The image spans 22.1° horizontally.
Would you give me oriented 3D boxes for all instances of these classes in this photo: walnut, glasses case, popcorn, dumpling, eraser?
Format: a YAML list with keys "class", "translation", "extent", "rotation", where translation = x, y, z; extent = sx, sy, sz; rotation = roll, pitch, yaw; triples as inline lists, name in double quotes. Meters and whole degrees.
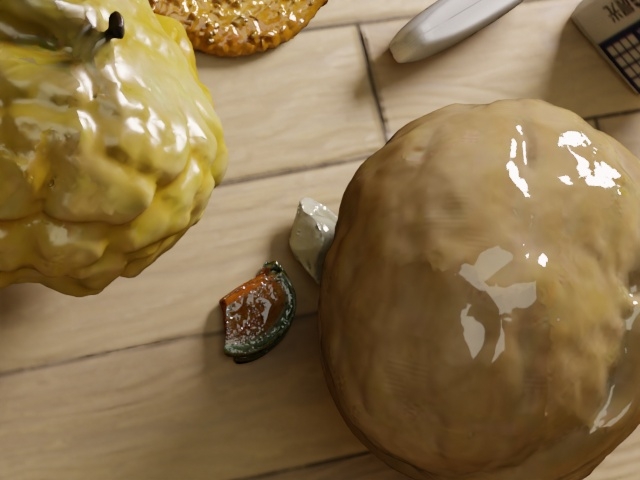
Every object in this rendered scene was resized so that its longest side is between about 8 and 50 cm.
- class: "walnut"
  translation: [0.157, 0.054, 1.495]
  extent: [0.381, 0.381, 0.381]
  rotation: [4, 76, -18]
- class: "glasses case"
  translation: [0.155, -0.240, 1.700]
  extent: [0.197, 0.076, 0.049]
  rotation: [-32, 91, -22]
- class: "popcorn"
  translation: [-0.271, -0.093, 1.414]
  extent: [0.349, 0.382, 0.349]
  rotation: [39, 29, -27]
- class: "dumpling"
  translation: [-0.002, 0.001, 1.614]
  extent: [0.052, 0.057, 0.076]
  rotation: [-45, 64, 13]
- class: "eraser"
  translation: [0.376, -0.250, 1.667]
  extent: [0.081, 0.279, 0.124]
  rotation: [-42, 94, -23]

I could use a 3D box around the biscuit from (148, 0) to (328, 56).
- class: "biscuit"
  translation: [-0.095, -0.308, 1.653]
  extent: [0.254, 0.035, 0.254]
  rotation: [5, 76, -18]

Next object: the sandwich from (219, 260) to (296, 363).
- class: "sandwich"
  translation: [-0.061, 0.073, 1.581]
  extent: [0.101, 0.026, 0.069]
  rotation: [-39, 93, -22]
